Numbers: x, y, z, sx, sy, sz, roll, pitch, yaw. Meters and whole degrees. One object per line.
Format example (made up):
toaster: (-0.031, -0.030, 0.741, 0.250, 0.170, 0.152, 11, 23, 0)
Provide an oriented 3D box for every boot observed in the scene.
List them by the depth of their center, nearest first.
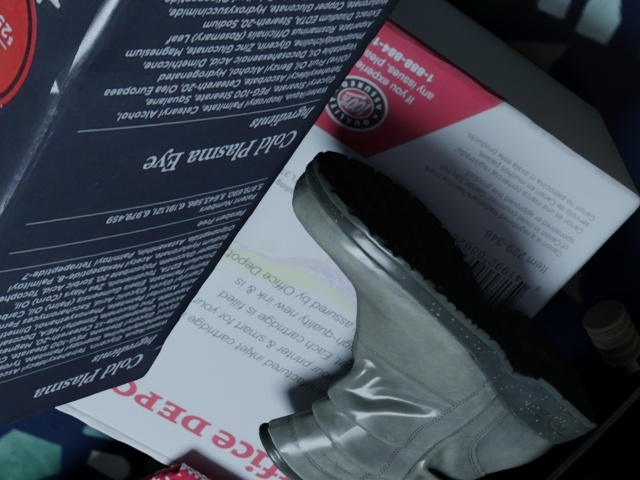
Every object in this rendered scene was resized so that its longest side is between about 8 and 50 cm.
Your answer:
boot: (0.027, 0.075, 0.790, 0.161, 0.083, 0.246, -35, 123, 17)

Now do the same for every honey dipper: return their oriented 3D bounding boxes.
honey dipper: (0.223, 0.107, 1.000, 0.030, 0.030, 0.160, -25, 121, 12)

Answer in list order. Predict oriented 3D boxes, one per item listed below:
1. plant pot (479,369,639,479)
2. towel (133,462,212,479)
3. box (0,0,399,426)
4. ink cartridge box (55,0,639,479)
plant pot: (0.161, 0.208, 0.901, 0.167, 0.187, 0.188, -26, 95, 44)
towel: (-0.096, 0.232, 0.983, 0.199, 0.031, 0.275, 34, 142, -24)
box: (-0.165, -0.140, 0.633, 0.343, 0.179, 0.312, 49, 125, 20)
ink cartridge box: (0.000, 0.000, 0.870, 0.226, 0.131, 0.306, 33, 115, -20)
